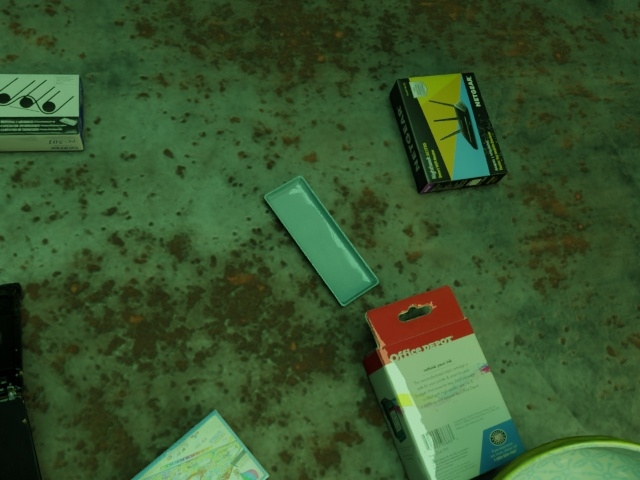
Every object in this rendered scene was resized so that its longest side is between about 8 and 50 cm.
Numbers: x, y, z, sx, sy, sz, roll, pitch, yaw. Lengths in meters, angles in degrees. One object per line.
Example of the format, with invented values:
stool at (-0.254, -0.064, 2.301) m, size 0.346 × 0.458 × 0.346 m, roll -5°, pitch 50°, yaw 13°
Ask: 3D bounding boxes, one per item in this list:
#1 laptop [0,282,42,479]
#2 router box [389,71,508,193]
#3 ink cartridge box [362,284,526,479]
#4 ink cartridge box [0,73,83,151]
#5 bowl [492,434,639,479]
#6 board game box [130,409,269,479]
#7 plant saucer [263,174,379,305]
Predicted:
laptop at (-0.449, 0.203, 0.779) m, size 0.234 × 0.136 × 0.264 m, roll -10°, pitch 46°, yaw -16°
router box at (0.194, -0.166, 1.042) m, size 0.133 × 0.046 × 0.178 m, roll -9°, pitch 71°, yaw -15°
ink cartridge box at (0.145, 0.188, 0.876) m, size 0.134 × 0.078 × 0.231 m, roll -16°, pitch 73°, yaw -18°
ink cartridge box at (-0.427, -0.170, 0.911) m, size 0.207 × 0.046 × 0.097 m, roll -2°, pitch 68°, yaw -13°
bowl at (0.306, 0.350, 0.786) m, size 0.290 × 0.156 × 0.289 m, roll 0°, pitch 91°, yaw 6°
board game box at (-0.152, 0.290, 0.801) m, size 0.154 × 0.026 × 0.103 m, roll -37°, pitch 80°, yaw -22°
plant saucer at (0.000, 0.000, 0.952) m, size 0.067 × 0.018 × 0.192 m, roll -32°, pitch 78°, yaw -21°
